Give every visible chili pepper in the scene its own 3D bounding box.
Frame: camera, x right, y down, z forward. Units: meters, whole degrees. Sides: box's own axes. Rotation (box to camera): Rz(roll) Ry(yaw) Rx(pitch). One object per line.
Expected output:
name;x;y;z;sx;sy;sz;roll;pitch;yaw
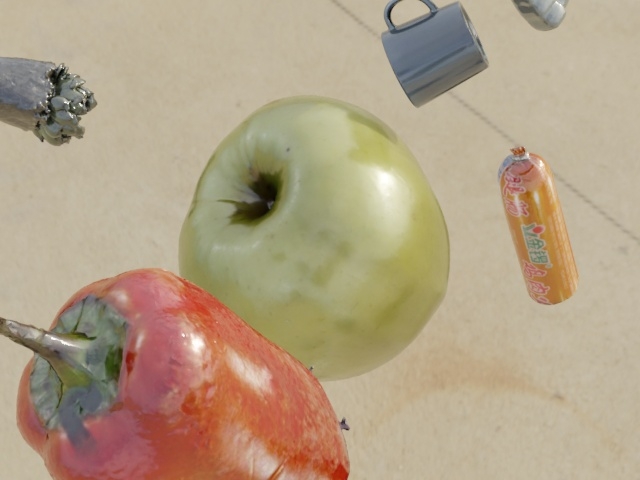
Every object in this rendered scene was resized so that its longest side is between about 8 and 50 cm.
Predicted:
chili pepper;-0.062;0.053;0.387;0.086;0.192;0.084;19;79;37

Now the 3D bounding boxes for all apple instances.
apple;0.000;0.000;1.012;0.262;0.262;0.262;0;51;-1

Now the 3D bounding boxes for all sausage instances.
sausage;0.269;-0.025;1.353;0.071;0.234;0.071;-15;37;12

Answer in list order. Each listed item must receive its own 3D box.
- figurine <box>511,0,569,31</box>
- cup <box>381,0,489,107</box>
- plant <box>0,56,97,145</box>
figurine;0.227;-0.368;0.960;0.284;0.167;0.343;-8;83;-41
cup;0.101;-0.183;0.987;0.077;0.100;0.078;-25;17;16
plant;-0.339;-0.171;1.292;0.143;0.092;0.095;18;60;-21
